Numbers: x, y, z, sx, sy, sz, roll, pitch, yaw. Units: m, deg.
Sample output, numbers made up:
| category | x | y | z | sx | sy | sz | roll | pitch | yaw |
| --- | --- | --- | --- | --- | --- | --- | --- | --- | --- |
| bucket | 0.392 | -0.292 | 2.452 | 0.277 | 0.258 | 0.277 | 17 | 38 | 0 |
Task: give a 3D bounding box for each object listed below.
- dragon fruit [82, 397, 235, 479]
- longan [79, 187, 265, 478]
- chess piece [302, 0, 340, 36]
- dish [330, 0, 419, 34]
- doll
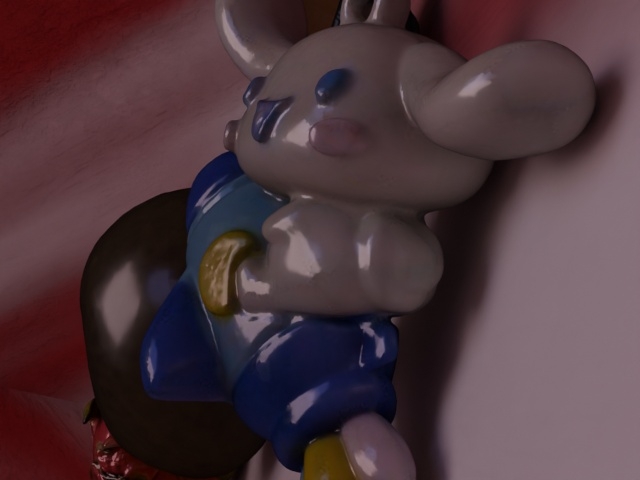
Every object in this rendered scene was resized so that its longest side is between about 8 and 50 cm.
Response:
| category | x | y | z | sx | sy | sz | roll | pitch | yaw |
| --- | --- | --- | --- | --- | --- | --- | --- | --- | --- |
| dragon fruit | -0.221 | 0.299 | 1.409 | 0.224 | 0.227 | 0.224 | 28 | 128 | 43 |
| longan | -0.156 | 0.109 | 1.203 | 0.288 | 0.288 | 0.350 | 152 | 120 | -78 |
| chess piece | 0.006 | -0.286 | 1.270 | 0.397 | 0.117 | 0.117 | -121 | 45 | -79 |
| dish | 0.046 | -0.135 | 0.892 | 0.243 | 0.080 | 0.182 | -86 | 13 | -47 |
| doll | -0.008 | 0.001 | 0.660 | 0.376 | 0.187 | 0.366 | -122 | 44 | -72 |
